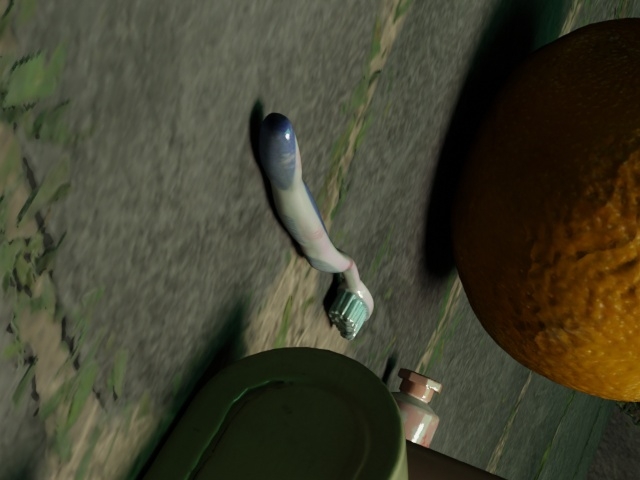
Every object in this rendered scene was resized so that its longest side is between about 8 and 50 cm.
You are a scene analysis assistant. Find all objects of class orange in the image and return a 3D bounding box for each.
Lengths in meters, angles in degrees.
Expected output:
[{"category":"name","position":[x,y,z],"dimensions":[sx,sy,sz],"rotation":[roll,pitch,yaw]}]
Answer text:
[{"category":"orange","position":[0.205,-0.017,1.082],"dimensions":[0.264,0.264,0.264],"rotation":[21,90,-74]}]

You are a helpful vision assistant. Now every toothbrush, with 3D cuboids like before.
[{"category":"toothbrush","position":[0.000,0.000,0.797],"dimensions":[0.269,0.021,0.027],"rotation":[66,42,-68]}]

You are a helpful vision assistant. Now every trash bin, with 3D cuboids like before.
[{"category":"trash bin","position":[-0.034,0.205,0.770],"dimensions":[0.243,0.121,0.247],"rotation":[-57,158,-36]}]

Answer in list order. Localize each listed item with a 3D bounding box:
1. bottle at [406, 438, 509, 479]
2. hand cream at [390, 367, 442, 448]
[{"category":"bottle","position":[0.069,0.155,1.001],"dimensions":[0.053,0.140,0.053],"rotation":[20,90,-76]},{"category":"hand cream","position":[0.025,0.184,1.077],"dimensions":[0.067,0.043,0.209],"rotation":[28,82,-44]}]
